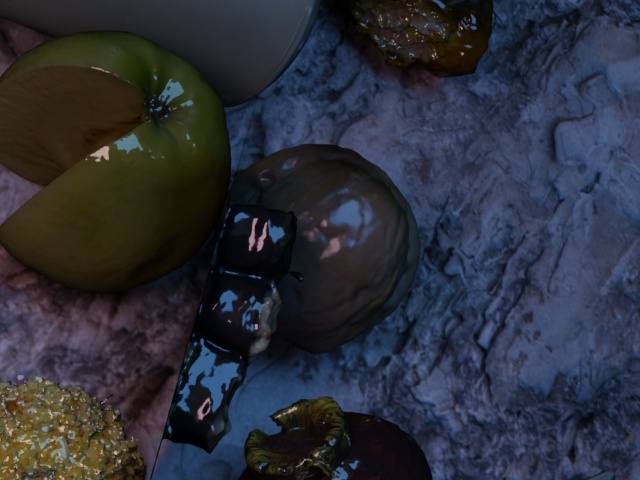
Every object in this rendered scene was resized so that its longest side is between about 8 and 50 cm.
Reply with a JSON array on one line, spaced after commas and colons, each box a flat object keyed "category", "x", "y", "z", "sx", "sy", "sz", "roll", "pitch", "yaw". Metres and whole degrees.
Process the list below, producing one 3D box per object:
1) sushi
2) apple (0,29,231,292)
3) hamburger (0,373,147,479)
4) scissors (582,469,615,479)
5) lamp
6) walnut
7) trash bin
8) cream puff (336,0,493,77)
[{"category": "sushi", "x": -0.081, "y": 0.086, "z": 1.702, "sx": 0.100, "sy": 0.296, "sz": 0.373, "roll": 16, "pitch": 76, "yaw": -4}, {"category": "apple", "x": -0.237, "y": -0.091, "z": 1.813, "sx": 0.292, "sy": 0.254, "sz": 0.292, "roll": 20, "pitch": 54, "yaw": -31}, {"category": "hamburger", "x": -0.286, "y": 0.249, "z": 1.625, "sx": 0.243, "sy": 0.138, "sz": 0.261, "roll": 1, "pitch": 51, "yaw": -20}, {"category": "scissors", "x": 0.281, "y": 0.360, "z": 2.054, "sx": 0.289, "sy": 0.041, "sz": 0.138, "roll": -27, "pitch": 83, "yaw": -38}, {"category": "lamp", "x": 0.009, "y": 0.286, "z": 1.780, "sx": 0.247, "sy": 0.247, "sz": 0.247, "roll": 17, "pitch": 55, "yaw": -27}, {"category": "walnut", "x": 0.002, "y": 0.002, "z": 1.928, "sx": 0.248, "sy": 0.248, "sz": 0.248, "roll": 17, "pitch": 55, "yaw": -27}, {"category": "trash bin", "x": -0.203, "y": -0.334, "z": 1.937, "sx": 0.432, "sy": 0.280, "sz": 0.280, "roll": 16, "pitch": 55, "yaw": -35}, {"category": "cream puff", "x": 0.137, "y": -0.342, "z": 2.292, "sx": 0.241, "sy": 0.155, "sz": 0.269, "roll": -21, "pitch": 75, "yaw": -42}]
